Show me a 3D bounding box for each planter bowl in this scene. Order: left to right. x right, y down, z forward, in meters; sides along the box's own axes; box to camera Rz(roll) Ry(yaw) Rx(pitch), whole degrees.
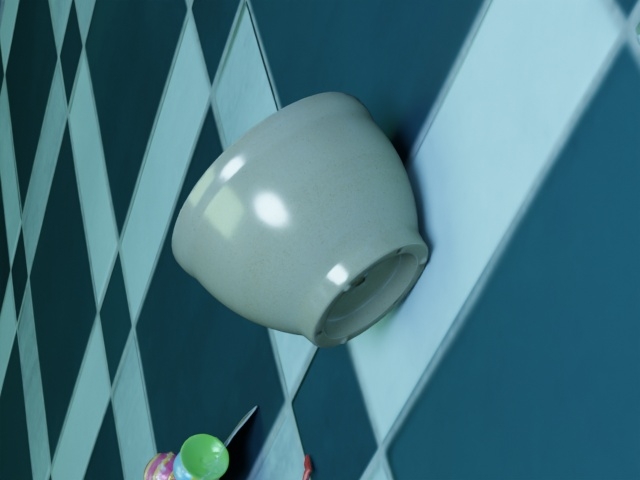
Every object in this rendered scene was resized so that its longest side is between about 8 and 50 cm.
[{"bbox_3d":[0.000,0.000,0.886,0.109,0.162,0.162,49,138,23],"label":"planter bowl"}]

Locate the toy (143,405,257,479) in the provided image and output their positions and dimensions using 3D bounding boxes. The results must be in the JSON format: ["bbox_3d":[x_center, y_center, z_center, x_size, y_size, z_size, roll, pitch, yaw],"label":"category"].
[{"bbox_3d":[-0.143,0.231,1.237,0.137,0.056,0.237,-53,1,-37],"label":"toy"}]

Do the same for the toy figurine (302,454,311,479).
[{"bbox_3d":[-0.150,0.311,1.118,0.362,0.217,0.191,132,135,-57],"label":"toy figurine"}]
